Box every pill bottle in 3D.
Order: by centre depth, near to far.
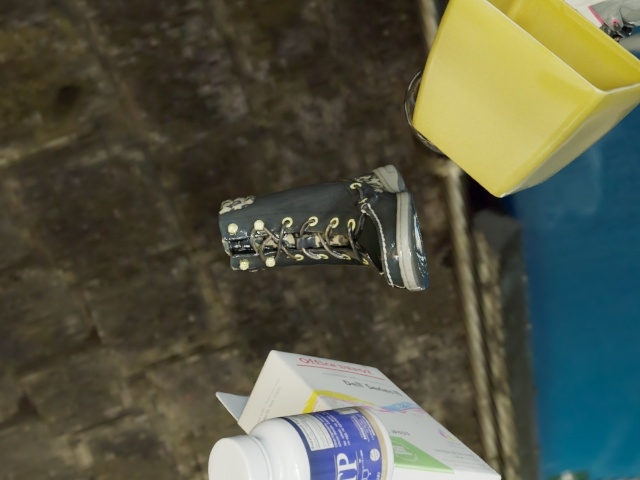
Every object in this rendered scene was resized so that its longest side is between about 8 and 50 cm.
[{"bbox_3d":[-0.023,0.246,1.506,0.112,0.187,0.112,7,-82,53],"label":"pill bottle"},{"bbox_3d":[0.180,-0.177,1.857,0.219,0.123,0.123,-8,78,-82],"label":"pill bottle"}]

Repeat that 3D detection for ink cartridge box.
[{"bbox_3d":[0.039,0.253,1.799,0.207,0.119,0.353,14,16,-41],"label":"ink cartridge box"}]

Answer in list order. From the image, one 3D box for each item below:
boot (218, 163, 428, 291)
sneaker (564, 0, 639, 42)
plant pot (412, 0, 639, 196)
[{"bbox_3d":[0.000,0.001,1.246,0.236,0.179,0.085,-100,179,-72],"label":"boot"},{"bbox_3d":[0.389,-0.269,2.005,0.124,0.295,0.178,13,72,-55],"label":"sneaker"},{"bbox_3d":[0.234,-0.172,1.612,0.212,0.187,0.212,42,28,18],"label":"plant pot"}]
